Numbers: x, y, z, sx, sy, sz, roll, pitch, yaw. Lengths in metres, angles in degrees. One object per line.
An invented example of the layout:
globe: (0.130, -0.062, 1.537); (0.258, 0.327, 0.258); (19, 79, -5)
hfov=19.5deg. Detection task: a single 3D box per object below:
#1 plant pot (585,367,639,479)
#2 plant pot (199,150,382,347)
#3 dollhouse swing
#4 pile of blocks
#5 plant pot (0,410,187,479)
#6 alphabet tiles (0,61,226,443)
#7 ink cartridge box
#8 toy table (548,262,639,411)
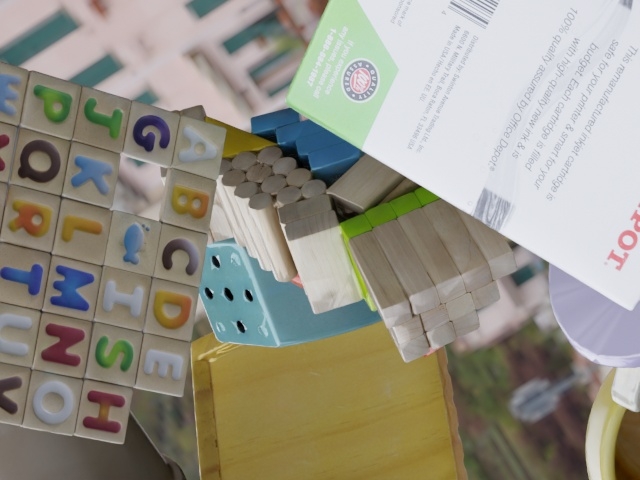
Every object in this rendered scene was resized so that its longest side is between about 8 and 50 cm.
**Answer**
plant pot: (0.377, 0.194, 1.843); (0.254, 0.254, 0.239); (57, 179, -7)
plant pot: (0.000, 0.000, 1.743); (0.166, 0.234, 0.165); (1, 115, 54)
dollhouse swing: (0.032, 0.268, 2.097); (0.315, 0.305, 0.347); (61, -163, -56)
pile of blocks: (0.014, -0.011, 1.475); (0.362, 0.149, 0.112); (30, 151, 39)
plant pot: (-0.312, 0.221, 1.858); (0.323, 0.323, 0.280); (-109, 0, -71)
alphabet tiles: (-0.167, 0.013, 1.268); (0.198, 0.237, 0.009); (15, 169, -33)
ink cartridge box: (0.145, -0.115, 1.204); (0.273, 0.198, 0.115); (31, -150, 9)
toy table: (0.317, 0.010, 1.609); (0.252, 0.274, 0.161); (40, 173, 31)
